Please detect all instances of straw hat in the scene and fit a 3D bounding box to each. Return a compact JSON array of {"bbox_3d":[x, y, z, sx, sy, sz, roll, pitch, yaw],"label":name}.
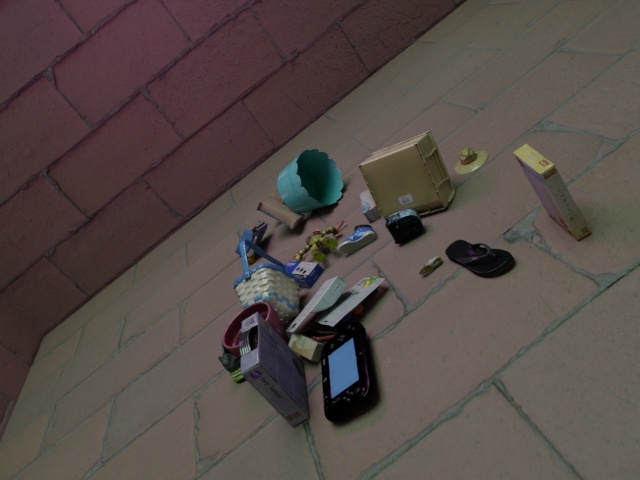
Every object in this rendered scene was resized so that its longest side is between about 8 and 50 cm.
[{"bbox_3d":[0.548,-0.314,2.063,0.145,0.061,0.144,-30,26,17],"label":"straw hat"}]

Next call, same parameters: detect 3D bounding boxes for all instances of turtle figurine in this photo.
[{"bbox_3d":[0.000,0.000,2.209,0.270,0.087,0.217,-34,19,-5],"label":"turtle figurine"}]

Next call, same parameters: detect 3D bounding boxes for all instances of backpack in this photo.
[{"bbox_3d":[0.295,-0.058,1.923,0.114,0.105,0.084,-24,29,18],"label":"backpack"}]

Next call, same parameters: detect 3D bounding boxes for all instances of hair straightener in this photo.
[{"bbox_3d":[0.016,0.289,1.781,0.231,0.047,0.089,-21,30,41],"label":"hair straightener"}]

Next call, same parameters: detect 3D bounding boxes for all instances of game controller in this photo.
[{"bbox_3d":[0.072,0.365,1.561,0.167,0.067,0.319,-32,25,14],"label":"game controller"}]

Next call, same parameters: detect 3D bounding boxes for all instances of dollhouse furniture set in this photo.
[{"bbox_3d":[-0.227,-0.038,2.647,0.303,0.198,0.286,-63,-7,21],"label":"dollhouse furniture set"}]

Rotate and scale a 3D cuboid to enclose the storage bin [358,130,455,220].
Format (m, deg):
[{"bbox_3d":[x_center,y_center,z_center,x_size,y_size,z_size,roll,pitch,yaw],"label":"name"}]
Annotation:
[{"bbox_3d":[0.314,-0.219,1.998,0.262,0.260,0.123,-16,16,39],"label":"storage bin"}]

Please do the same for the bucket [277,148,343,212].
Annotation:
[{"bbox_3d":[-0.051,-0.267,2.554,0.183,0.281,0.281,-24,28,47],"label":"bucket"}]

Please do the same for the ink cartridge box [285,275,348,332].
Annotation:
[{"bbox_3d":[-0.013,0.228,1.847,0.232,0.066,0.189,-55,4,-14],"label":"ink cartridge box"}]

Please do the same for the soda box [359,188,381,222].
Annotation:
[{"bbox_3d":[0.205,-0.147,2.249,0.063,0.058,0.183,-31,25,16],"label":"soda box"}]

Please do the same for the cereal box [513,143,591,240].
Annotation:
[{"bbox_3d":[0.609,-0.129,1.457,0.047,0.240,0.173,-34,26,12],"label":"cereal box"}]

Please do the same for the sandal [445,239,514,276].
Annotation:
[{"bbox_3d":[0.447,0.044,1.604,0.097,0.054,0.254,-46,26,-14],"label":"sandal"}]

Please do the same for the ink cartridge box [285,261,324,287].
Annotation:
[{"bbox_3d":[-0.086,0.133,2.186,0.207,0.046,0.097,-1,43,53],"label":"ink cartridge box"}]

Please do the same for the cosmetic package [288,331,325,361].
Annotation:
[{"bbox_3d":[-0.046,0.336,1.744,0.115,0.041,0.060,15,83,44],"label":"cosmetic package"}]

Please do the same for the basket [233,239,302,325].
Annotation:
[{"bbox_3d":[-0.197,0.155,2.025,0.201,0.255,0.288,-29,46,25],"label":"basket"}]

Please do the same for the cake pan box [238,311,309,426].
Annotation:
[{"bbox_3d":[-0.135,0.366,1.602,0.070,0.266,0.245,-33,28,8],"label":"cake pan box"}]

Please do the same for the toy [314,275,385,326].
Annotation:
[{"bbox_3d":[0.105,0.208,1.789,0.237,0.056,0.137,-42,16,-21],"label":"toy"}]

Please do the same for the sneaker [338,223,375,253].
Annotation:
[{"bbox_3d":[0.134,-0.010,2.110,0.152,0.058,0.084,-28,32,12],"label":"sneaker"}]

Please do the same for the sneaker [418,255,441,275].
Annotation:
[{"bbox_3d":[0.341,0.080,1.726,0.083,0.031,0.037,-34,11,-2],"label":"sneaker"}]

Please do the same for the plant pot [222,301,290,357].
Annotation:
[{"bbox_3d":[-0.194,0.334,1.835,0.201,0.180,0.201,-30,26,17],"label":"plant pot"}]

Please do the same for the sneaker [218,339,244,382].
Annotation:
[{"bbox_3d":[-0.285,0.358,1.987,0.111,0.121,0.299,-29,27,20],"label":"sneaker"}]
